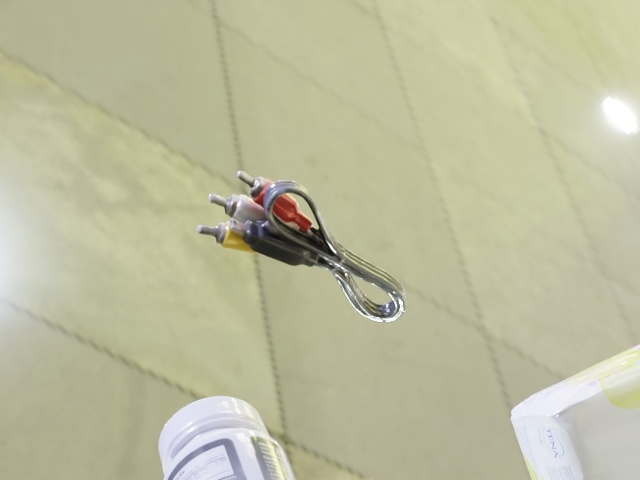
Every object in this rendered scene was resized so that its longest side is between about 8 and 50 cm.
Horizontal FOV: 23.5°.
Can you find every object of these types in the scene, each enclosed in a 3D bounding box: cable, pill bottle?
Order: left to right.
[{"bbox_3d":[-0.096,0.326,1.815,0.161,0.161,0.283,28,21,-33],"label":"pill bottle"},{"bbox_3d":[0.000,0.000,1.878,0.287,0.139,0.072,23,36,-25],"label":"cable"}]

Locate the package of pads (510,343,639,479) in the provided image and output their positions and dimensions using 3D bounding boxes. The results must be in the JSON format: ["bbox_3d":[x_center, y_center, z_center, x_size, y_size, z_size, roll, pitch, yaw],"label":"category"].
[{"bbox_3d":[0.350,0.213,1.524,0.296,0.101,0.229,-21,93,-26],"label":"package of pads"}]
